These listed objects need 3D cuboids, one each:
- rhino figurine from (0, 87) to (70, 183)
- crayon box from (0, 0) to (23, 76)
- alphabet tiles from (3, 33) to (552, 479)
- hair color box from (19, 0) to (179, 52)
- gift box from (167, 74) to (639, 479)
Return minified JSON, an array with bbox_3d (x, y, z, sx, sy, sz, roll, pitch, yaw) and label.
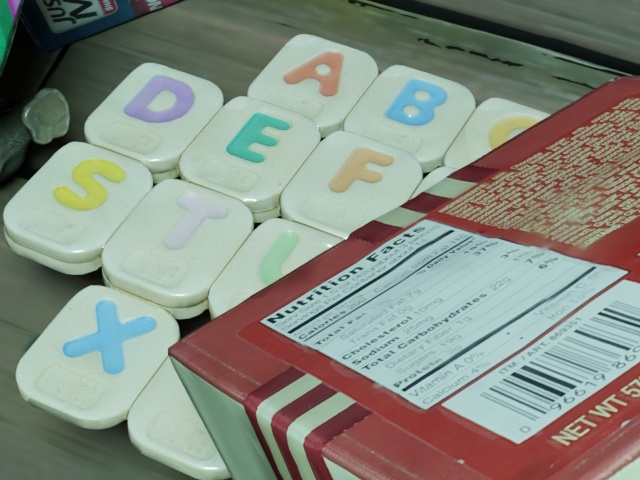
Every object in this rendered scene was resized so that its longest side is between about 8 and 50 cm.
[{"bbox_3d":[-0.232,0.008,0.693,0.243,0.073,0.106,-51,23,-16],"label":"rhino figurine"},{"bbox_3d":[-0.235,-0.143,0.679,0.278,0.081,0.165,-7,65,48],"label":"crayon box"},{"bbox_3d":[0.000,0.000,0.651,0.284,0.021,0.278,21,49,18],"label":"alphabet tiles"},{"bbox_3d":[-0.036,-0.259,0.790,0.347,0.105,0.174,-22,62,-2],"label":"hair color box"},{"bbox_3d":[0.126,0.116,0.438,0.255,0.258,0.276,-30,20,-13],"label":"gift box"}]
